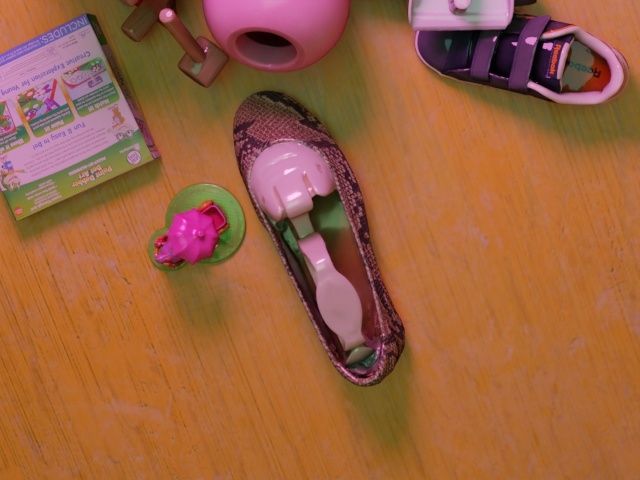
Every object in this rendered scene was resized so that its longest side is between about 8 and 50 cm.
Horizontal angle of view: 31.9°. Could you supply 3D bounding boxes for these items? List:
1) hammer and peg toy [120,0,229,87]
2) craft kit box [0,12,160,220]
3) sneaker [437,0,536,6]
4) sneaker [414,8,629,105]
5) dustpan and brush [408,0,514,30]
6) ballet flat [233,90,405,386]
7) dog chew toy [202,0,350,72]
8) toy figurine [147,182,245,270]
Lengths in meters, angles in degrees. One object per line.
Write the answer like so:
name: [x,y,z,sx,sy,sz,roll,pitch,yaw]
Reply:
hammer and peg toy: [-0.269,-0.389,1.602,0.361,0.266,0.127,37,82,-1]
craft kit box: [-0.414,-0.190,1.751,0.250,0.061,0.246,-23,94,8]
sneaker: [0.180,-0.442,1.627,0.296,0.124,0.178,10,109,5]
sneaker: [0.296,-0.276,1.639,0.321,0.127,0.126,11,101,5]
dustpan and brush: [0.196,-0.395,1.545,0.147,0.060,0.211,-1,104,1]
ballet flat: [0.000,0.000,1.680,0.164,0.182,0.482,-22,96,9]
dog chew toy: [-0.049,-0.407,1.589,0.207,0.206,0.331,8,66,4]
toy figurine: [-0.208,-0.003,1.709,0.173,0.159,0.130,-34,95,10]
